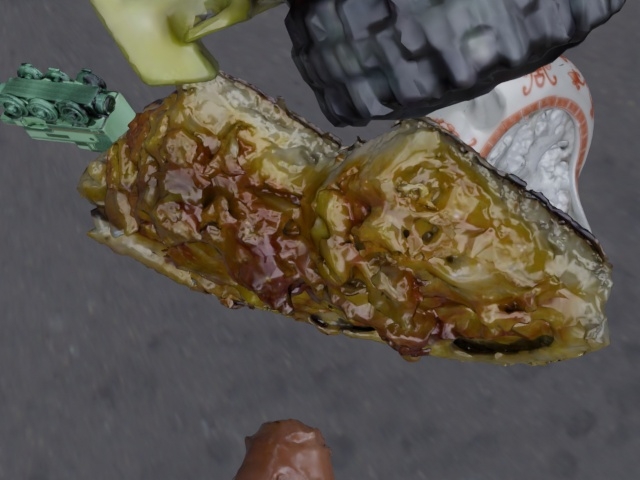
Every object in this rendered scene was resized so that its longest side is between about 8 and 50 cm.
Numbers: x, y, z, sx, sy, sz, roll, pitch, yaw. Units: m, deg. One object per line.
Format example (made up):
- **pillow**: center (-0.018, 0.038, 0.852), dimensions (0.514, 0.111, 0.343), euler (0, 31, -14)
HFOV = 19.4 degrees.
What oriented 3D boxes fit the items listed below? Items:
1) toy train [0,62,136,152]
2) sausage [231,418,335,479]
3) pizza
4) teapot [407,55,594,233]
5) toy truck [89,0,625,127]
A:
- **toy train**: center (-0.156, -0.080, 1.137), dimensions (0.083, 0.053, 0.033), euler (7, 61, 27)
- **sausage**: center (-0.046, 0.267, 1.152), dimensions (0.079, 0.087, 0.326), euler (9, 106, -13)
- **pizza**: center (0.000, 0.000, 0.909), dimensions (0.085, 0.305, 0.161), euler (-58, 146, -24)
- **teapot**: center (0.114, -0.066, 1.274), dimensions (0.159, 0.116, 0.245), euler (-40, 147, 5)
- **toy truck**: center (0.076, -0.122, 0.346), dimensions (0.286, 0.111, 0.136), euler (-20, 100, 8)
